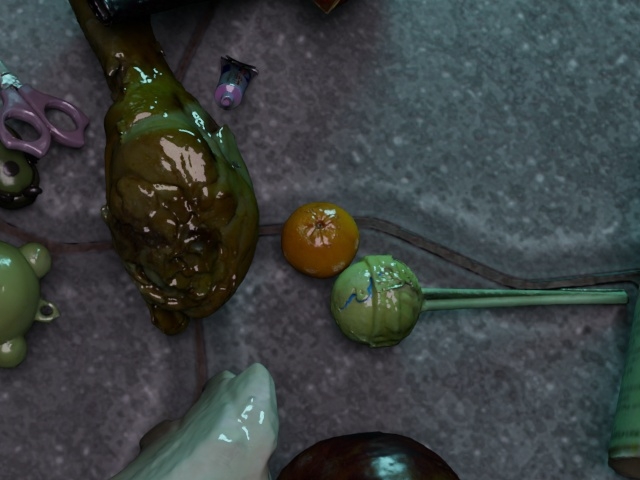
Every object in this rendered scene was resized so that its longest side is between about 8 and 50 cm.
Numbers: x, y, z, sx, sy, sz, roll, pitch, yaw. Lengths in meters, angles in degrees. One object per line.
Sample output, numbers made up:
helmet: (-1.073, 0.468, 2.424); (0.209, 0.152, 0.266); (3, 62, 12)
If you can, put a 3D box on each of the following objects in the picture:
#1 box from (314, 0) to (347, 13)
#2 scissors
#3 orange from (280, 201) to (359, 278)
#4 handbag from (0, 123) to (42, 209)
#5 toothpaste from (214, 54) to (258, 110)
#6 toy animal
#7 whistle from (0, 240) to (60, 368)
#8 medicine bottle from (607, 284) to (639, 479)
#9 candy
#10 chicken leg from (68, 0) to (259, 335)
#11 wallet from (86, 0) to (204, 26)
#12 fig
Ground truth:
box: (-0.024, -0.370, 1.527); (0.240, 0.074, 0.153); (44, 40, 5)
scissors: (-0.333, -0.172, 1.498); (0.110, 0.021, 0.212); (-21, 67, -46)
orange: (0.000, 0.000, 1.480); (0.083, 0.070, 0.083); (1, 72, -3)
handbag: (-0.335, -0.084, 1.475); (0.072, 0.047, 0.111); (-16, 71, -22)
toothpaste: (-0.091, -0.166, 1.474); (0.045, 0.170, 0.028); (18, 109, -5)
toy animal: (-0.136, 0.278, 1.361); (0.188, 0.266, 0.308); (52, 33, -7)
whistle: (-0.401, 0.040, 1.406); (0.288, 0.106, 0.131); (14, 77, -4)
medicine bottle: (0.443, 0.056, 1.429); (0.236, 0.236, 0.406); (15, 75, -2)
candy: (0.174, 0.063, 1.490); (0.335, 0.092, 0.093); (1, 39, -14)
chicken leg: (-0.176, -0.123, 1.447); (0.153, 0.201, 0.429); (-20, 69, -3)
wallet: (-0.143, -0.323, 1.489); (0.318, 0.045, 0.172); (-24, 76, -42)
fig: (0.097, 0.328, 1.373); (0.321, 0.217, 0.217); (38, 73, -26)
